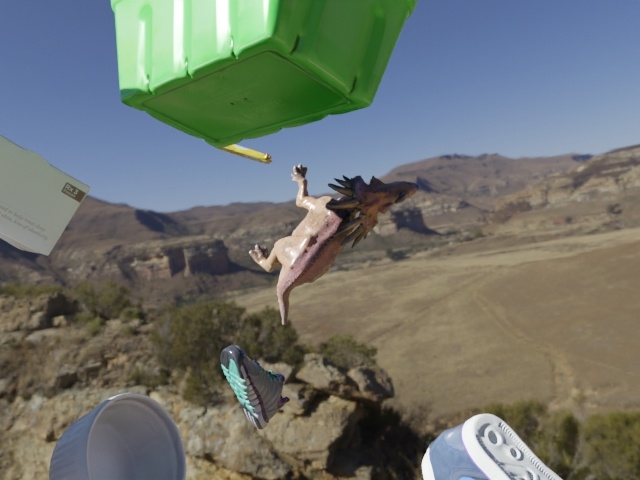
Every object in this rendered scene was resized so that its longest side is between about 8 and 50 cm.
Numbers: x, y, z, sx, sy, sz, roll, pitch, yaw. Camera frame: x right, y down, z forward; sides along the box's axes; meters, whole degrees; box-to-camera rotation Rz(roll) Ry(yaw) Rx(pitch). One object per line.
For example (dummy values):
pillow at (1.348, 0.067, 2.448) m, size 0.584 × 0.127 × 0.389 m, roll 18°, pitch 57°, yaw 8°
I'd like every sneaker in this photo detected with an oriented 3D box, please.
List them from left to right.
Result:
sneaker at (-0.123, 0.265, 1.139) m, size 0.098 × 0.224 × 0.083 m, roll -35°, pitch 45°, yaw -27°
sneaker at (0.309, 0.474, 1.008) m, size 0.130 × 0.323 × 0.236 m, roll -20°, pitch -28°, yaw -38°

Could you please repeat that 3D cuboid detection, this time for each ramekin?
ramekin at (-0.321, 0.357, 0.919) m, size 0.109 × 0.207 × 0.207 m, roll -26°, pitch -5°, yaw 22°

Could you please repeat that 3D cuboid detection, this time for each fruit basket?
fruit basket at (-0.088, -0.340, 0.730) m, size 0.391 × 0.393 × 0.282 m, roll -8°, pitch -20°, yaw 41°

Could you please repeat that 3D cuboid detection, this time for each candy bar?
candy bar at (-0.178, -0.195, 1.262) m, size 0.161 × 0.018 × 0.040 m, roll 18°, pitch -8°, yaw 13°

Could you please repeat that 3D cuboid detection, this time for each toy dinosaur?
toy dinosaur at (0.000, 0.000, 0.897) m, size 0.127 × 0.296 × 0.200 m, roll 32°, pitch -2°, yaw -26°

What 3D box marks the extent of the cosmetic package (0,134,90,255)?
cosmetic package at (-0.621, -0.089, 1.147) m, size 0.217 × 0.156 × 0.385 m, roll 34°, pitch -16°, yaw -28°
